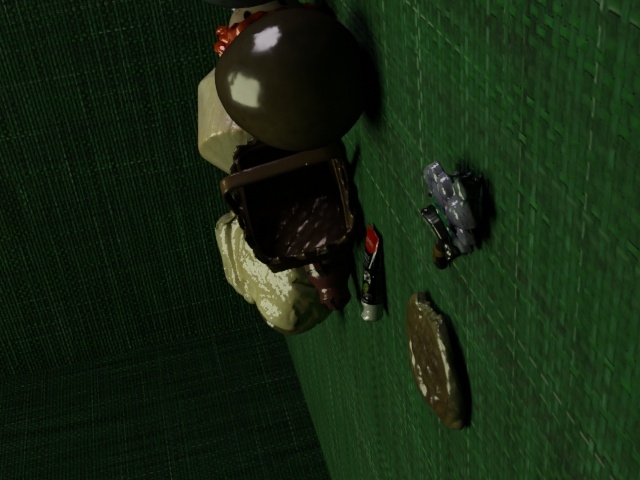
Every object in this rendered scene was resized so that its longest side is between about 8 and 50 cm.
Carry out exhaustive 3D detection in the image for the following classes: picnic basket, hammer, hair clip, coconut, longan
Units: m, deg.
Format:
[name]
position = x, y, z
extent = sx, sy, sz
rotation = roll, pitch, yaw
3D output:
[picnic basket]
position = -0.059, -0.095, 1.848
extent = 0.321, 0.254, 0.291
rotation = 69, -174, -72
[hammer]
position = 0.159, 0.005, 1.187
extent = 0.078, 0.021, 0.201
rotation = 63, -179, 13
[hair clip]
position = 0.172, -0.046, 1.123
extent = 0.195, 0.052, 0.124
rotation = 82, 168, -76
[coconut]
position = -0.149, -0.268, 2.087
extent = 0.329, 0.329, 0.328
rotation = 168, 90, -82
[longan]
position = -0.045, -0.272, 1.521
extent = 0.258, 0.258, 0.258
rotation = 168, 90, -82

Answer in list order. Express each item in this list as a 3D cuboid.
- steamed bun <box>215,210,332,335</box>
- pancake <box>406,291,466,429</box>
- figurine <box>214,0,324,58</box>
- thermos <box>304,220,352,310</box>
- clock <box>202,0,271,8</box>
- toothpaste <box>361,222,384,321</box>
[steamed bun]
position = -0.102, 0.053, 2.388
extent = 0.372, 0.230, 0.324
rotation = 37, 124, 30
[pancake]
position = 0.177, 0.193, 1.410
extent = 0.236, 0.042, 0.222
rotation = -112, 15, -48
[figurine]
position = -0.131, -0.481, 1.784
extent = 0.411, 0.241, 0.306
rotation = 70, 161, 0
[thermos]
position = 0.007, -0.001, 2.052
extent = 0.136, 0.110, 0.330
rotation = 143, 115, -73
[clock]
position = -0.148, -0.568, 1.613
extent = 0.061, 0.313, 0.312
rotation = 77, 179, -75
[toothpaste]
position = 0.102, 0.064, 1.747
extent = 0.071, 0.045, 0.193
rotation = -117, 23, -60
